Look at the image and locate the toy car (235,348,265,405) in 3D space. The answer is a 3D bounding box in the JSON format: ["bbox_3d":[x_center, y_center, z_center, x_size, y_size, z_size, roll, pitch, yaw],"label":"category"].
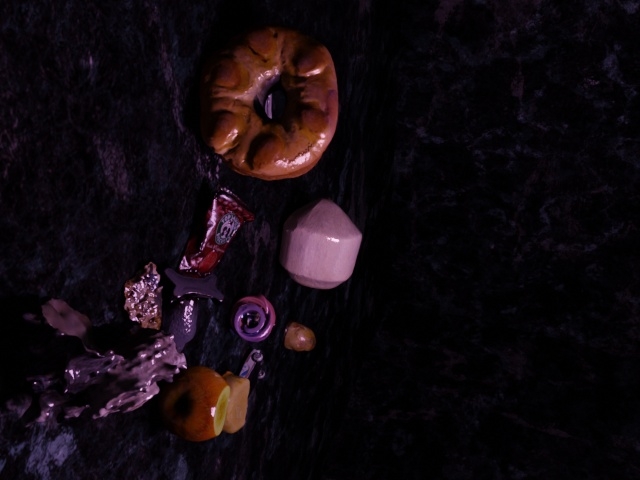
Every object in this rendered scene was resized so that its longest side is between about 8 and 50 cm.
[{"bbox_3d":[-0.211,0.398,1.990,0.095,0.056,0.205,88,24,-43],"label":"toy car"}]

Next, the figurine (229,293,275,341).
[{"bbox_3d":[-0.185,0.198,1.868,0.126,0.114,0.157,-46,-166,-3],"label":"figurine"}]

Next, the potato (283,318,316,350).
[{"bbox_3d":[-0.067,0.322,2.376,0.066,0.103,0.096,71,33,-68],"label":"potato"}]

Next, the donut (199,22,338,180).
[{"bbox_3d":[-0.101,-0.276,1.439,0.317,0.299,0.150,-49,172,-13],"label":"donut"}]

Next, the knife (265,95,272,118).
[{"bbox_3d":[-0.134,-0.340,1.720,0.073,0.040,0.266,-75,170,-58],"label":"knife"}]

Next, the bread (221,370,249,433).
[{"bbox_3d":[-0.246,0.423,1.833,0.125,0.086,0.156,17,82,-65],"label":"bread"}]

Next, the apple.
[{"bbox_3d":[-0.265,0.351,1.537,0.147,0.163,0.146,24,87,-60],"label":"apple"}]

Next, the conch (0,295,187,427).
[{"bbox_3d":[-0.329,0.192,1.055,0.313,0.240,0.186,49,40,-56],"label":"conch"}]

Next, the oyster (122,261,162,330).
[{"bbox_3d":[-0.329,0.124,1.346,0.103,0.051,0.148,-58,155,-50],"label":"oyster"}]

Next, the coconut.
[{"bbox_3d":[0.000,0.000,2.111,0.237,0.237,0.266,-44,149,-65],"label":"coconut"}]

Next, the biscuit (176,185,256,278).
[{"bbox_3d":[-0.236,0.005,1.553,0.235,0.063,0.151,-60,160,-3],"label":"biscuit"}]

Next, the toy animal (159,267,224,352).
[{"bbox_3d":[-0.301,0.144,1.447,0.121,0.117,0.210,5,129,-40],"label":"toy animal"}]
